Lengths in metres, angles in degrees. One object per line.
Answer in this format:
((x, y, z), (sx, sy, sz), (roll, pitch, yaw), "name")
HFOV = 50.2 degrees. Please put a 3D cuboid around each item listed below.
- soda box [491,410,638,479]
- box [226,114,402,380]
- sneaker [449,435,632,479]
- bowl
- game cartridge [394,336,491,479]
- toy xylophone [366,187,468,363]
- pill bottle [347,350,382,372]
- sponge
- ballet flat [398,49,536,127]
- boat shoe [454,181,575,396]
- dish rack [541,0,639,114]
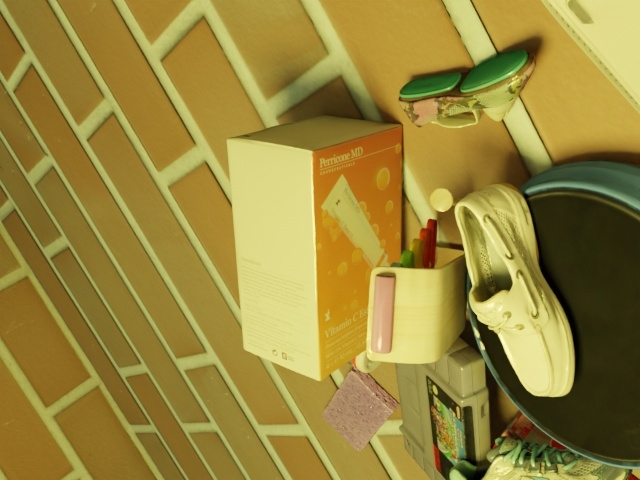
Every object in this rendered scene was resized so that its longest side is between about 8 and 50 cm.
((0.401, 0.374, 1.064), (0.263, 0.083, 0.092), (39, 141, 21), "soda box")
((0.000, 0.000, 1.053), (0.168, 0.215, 0.346), (15, 116, 38), "box")
((0.301, 0.338, 0.981), (0.283, 0.110, 0.122), (-34, 76, 32), "sneaker")
((0.342, 0.098, 0.851), (0.391, 0.077, 0.392), (30, 129, 46), "bowl")
((0.202, 0.293, 1.169), (0.230, 0.068, 0.355), (-133, 28, -57), "game cartridge")
((0.150, 0.050, 0.937), (0.081, 0.322, 0.237), (6, 88, 20), "toy xylophone")
((0.037, 0.157, 1.264), (0.180, 0.108, 0.108), (26, 134, 32), "pill bottle")
((0.079, 0.353, 1.427), (0.117, 0.031, 0.210), (42, 140, 15), "sponge")
((0.196, -0.186, 0.885), (0.221, 0.077, 0.079), (-2, 134, 52), "ballet flat")
((0.227, 0.071, 0.847), (0.098, 0.096, 0.277), (-21, 87, 58), "boat shoe")
((0.369, -0.217, 0.576), (0.285, 0.072, 0.332), (37, 147, -24), "dish rack")
